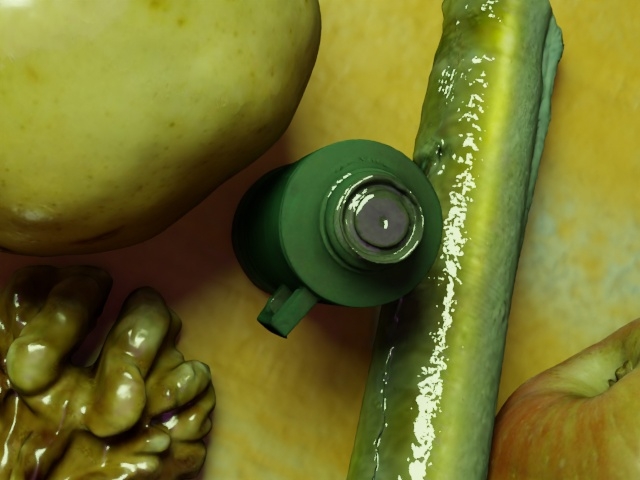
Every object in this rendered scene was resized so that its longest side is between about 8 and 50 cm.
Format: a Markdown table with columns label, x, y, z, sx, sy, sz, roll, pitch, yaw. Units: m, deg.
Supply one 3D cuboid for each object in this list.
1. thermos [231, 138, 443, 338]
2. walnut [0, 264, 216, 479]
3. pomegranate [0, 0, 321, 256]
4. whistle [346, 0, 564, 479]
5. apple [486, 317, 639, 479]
| label | x | y | z | sx | sy | sz | roll | pitch | yaw |
| --- | --- | --- | --- | --- | --- | --- | --- | --- | --- |
| thermos | 0.001 | -0.005 | 0.544 | 0.083 | 0.188 | 0.073 | -20 | 92 | -10 |
| walnut | -0.127 | 0.096 | 0.585 | 0.143 | 0.069 | 0.170 | 25 | 83 | -6 |
| pomegranate | -0.118 | -0.098 | 0.517 | 0.233 | 0.233 | 0.233 | 0 | 89 | -9 |
| whistle | 0.063 | 0.026 | 0.584 | 0.068 | 0.057 | 0.326 | 8 | 72 | 14 |
| apple | 0.175 | 0.135 | 0.580 | 0.199 | 0.199 | 0.199 | 0 | 89 | -9 |
